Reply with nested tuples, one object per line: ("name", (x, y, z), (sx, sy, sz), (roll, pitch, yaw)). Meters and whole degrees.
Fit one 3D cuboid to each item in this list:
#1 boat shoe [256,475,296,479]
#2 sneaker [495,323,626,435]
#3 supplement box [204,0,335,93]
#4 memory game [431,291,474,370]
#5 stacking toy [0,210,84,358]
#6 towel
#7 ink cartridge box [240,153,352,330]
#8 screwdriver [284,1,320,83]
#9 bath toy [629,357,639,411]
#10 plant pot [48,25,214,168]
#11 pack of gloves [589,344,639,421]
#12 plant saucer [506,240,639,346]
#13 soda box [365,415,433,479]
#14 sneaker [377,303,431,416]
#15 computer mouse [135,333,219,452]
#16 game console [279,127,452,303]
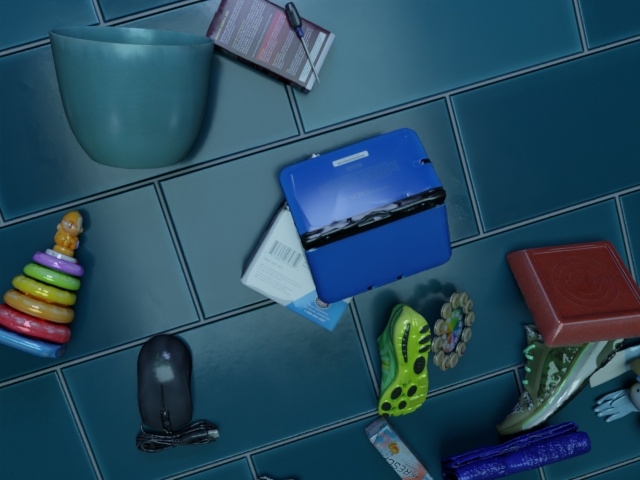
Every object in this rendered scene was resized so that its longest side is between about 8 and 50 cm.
("boat shoe", (-0.135, 0.581, 1.440), (0.184, 0.066, 0.063), (-16, 100, 6))
("sneaker", (0.532, 0.281, 1.448), (0.182, 0.158, 0.410), (45, 104, 29))
("supplement box", (-0.105, -0.416, 1.292), (0.240, 0.073, 0.130), (25, 93, -10))
("memory game", (0.299, 0.203, 1.390), (0.186, 0.012, 0.186), (-20, 116, -47))
("stacking toy", (-0.560, 0.079, 1.292), (0.166, 0.175, 0.301), (22, 81, -9))
("towel", (0.429, 0.483, 1.414), (0.309, 0.227, 0.076), (-14, 72, -4))
("ink cartridge box", (0.000, 0.000, 1.333), (0.223, 0.129, 0.307), (30, 93, -9))
("screwdriver", (-0.030, -0.399, 1.256), (0.025, 0.024, 0.169), (-22, 101, 24))
("bath toy", (0.832, 0.430, 1.464), (0.152, 0.129, 0.348), (-13, 112, 35))
("plant pot", (-0.353, -0.271, 1.189), (0.293, 0.293, 0.235), (3, 112, -6))
("pack of gloves", (0.761, 0.332, 1.515), (0.232, 0.046, 0.195), (-15, 110, 0))
("plant saucer", (0.573, 0.099, 1.358), (0.259, 0.259, 0.047), (-6, 138, -5))
("soda box", (0.184, 0.500, 1.456), (0.058, 0.063, 0.183), (-39, 100, 1))
("sneaker", (0.186, 0.274, 1.405), (0.110, 0.123, 0.295), (2, 116, -11))
("computer mouse", (-0.335, 0.345, 1.376), (0.189, 0.072, 0.272), (-7, 99, -4))
("game console", (0.094, -0.049, 1.258), (0.293, 0.173, 0.250), (-19, 68, -5))
